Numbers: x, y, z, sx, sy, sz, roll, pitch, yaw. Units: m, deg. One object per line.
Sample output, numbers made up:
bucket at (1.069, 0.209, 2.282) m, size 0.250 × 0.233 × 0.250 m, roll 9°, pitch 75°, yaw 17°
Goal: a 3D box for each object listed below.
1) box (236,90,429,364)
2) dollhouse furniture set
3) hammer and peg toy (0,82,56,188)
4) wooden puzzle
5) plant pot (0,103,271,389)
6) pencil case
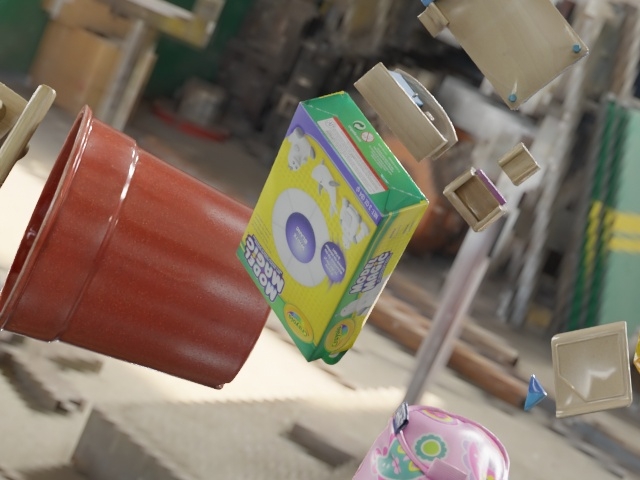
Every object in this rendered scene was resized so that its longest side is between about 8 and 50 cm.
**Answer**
box at (0.000, 0.000, 1.101) m, size 0.043 × 0.179 × 0.105 m, roll -17°, pitch 58°, yaw -32°
dollhouse furniture set at (0.246, -0.218, 2.252) m, size 0.286 × 0.303 × 0.198 m, roll 51°, pitch 11°, yaw 3°
hammer and peg toy at (-0.437, -0.090, 1.819) m, size 0.361 × 0.266 × 0.127 m, roll 33°, pitch -17°, yaw 31°
wooden puzzle at (0.218, 0.104, 1.323) m, size 0.116 × 0.078 × 0.014 m, roll -7°, pitch -23°, yaw 37°
plant pot at (-0.192, 0.027, 1.837) m, size 0.265 × 0.272 × 0.272 m, roll 24°, pitch 14°, yaw -13°
pencil case at (0.055, 0.275, 1.438) m, size 0.124 × 0.284 × 0.124 m, roll 24°, pitch 26°, yaw -12°
